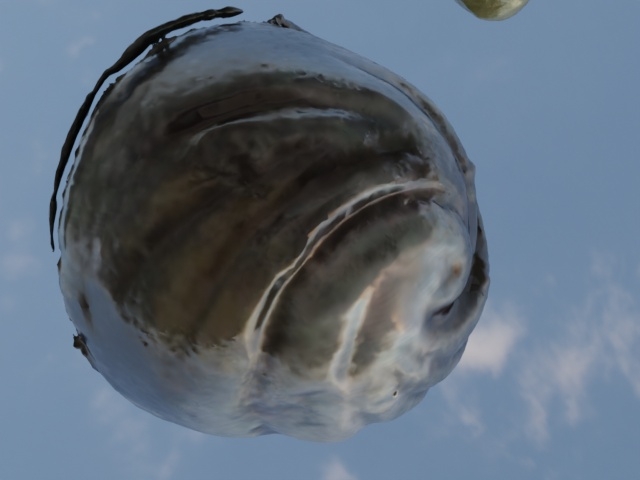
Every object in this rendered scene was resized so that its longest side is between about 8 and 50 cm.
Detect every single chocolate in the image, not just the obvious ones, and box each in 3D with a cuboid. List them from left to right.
[{"bbox_3d":[0.000,0.000,1.047,0.213,0.303,0.303,16,-104,48],"label":"chocolate"}]

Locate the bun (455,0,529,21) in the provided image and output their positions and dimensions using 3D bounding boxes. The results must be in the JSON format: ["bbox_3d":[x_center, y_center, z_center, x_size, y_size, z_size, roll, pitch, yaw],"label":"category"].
[{"bbox_3d":[0.103,-0.182,1.003,0.086,0.055,0.086,-18,-112,55],"label":"bun"}]
